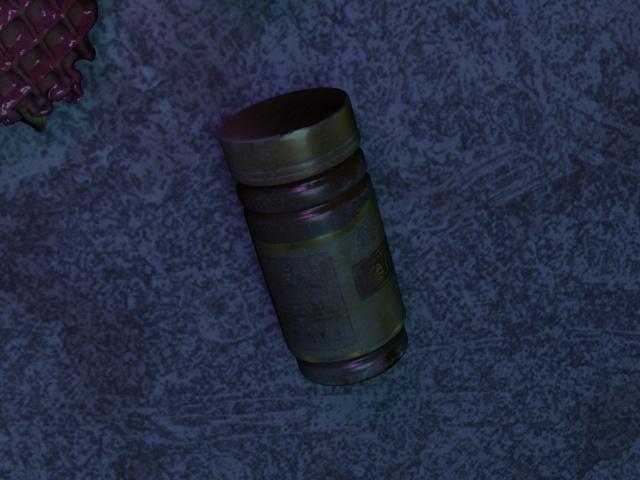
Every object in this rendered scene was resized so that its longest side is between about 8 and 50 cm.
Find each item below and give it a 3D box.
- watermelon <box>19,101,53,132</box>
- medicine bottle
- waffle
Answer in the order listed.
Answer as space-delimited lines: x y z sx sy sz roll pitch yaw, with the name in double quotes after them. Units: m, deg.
-0.296 -0.236 1.014 0.119 0.063 0.245 9 103 -41 "watermelon"
0.000 0.000 1.136 0.151 0.151 0.322 -21 114 -10 "medicine bottle"
-0.298 -0.223 0.930 0.221 0.056 0.234 -10 116 -51 "waffle"
